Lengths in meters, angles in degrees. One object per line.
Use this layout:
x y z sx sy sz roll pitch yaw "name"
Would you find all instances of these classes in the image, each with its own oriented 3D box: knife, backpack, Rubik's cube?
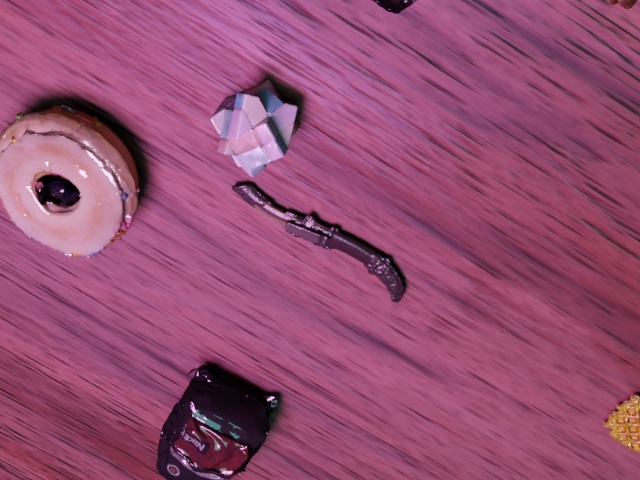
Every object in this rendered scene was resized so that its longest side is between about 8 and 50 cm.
0.004 -0.003 1.010 0.222 0.021 0.045 33 128 -8 "knife"
-0.137 0.247 1.162 0.120 0.105 0.165 24 122 -6 "backpack"
-0.065 -0.111 0.926 0.075 0.073 0.084 44 125 -15 "Rubik's cube"

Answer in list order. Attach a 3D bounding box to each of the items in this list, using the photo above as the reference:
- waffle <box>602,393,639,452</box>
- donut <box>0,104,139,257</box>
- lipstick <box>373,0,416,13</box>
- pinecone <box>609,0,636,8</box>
0.362 0.203 1.050 0.078 0.016 0.085 21 125 1 "waffle"
-0.271 -0.067 1.017 0.175 0.068 0.174 9 125 13 "donut"
-0.035 -0.299 0.790 0.300 0.081 0.081 33 125 -3 "lipstick"
0.304 -0.245 0.677 0.205 0.184 0.179 0 151 44 "pinecone"
